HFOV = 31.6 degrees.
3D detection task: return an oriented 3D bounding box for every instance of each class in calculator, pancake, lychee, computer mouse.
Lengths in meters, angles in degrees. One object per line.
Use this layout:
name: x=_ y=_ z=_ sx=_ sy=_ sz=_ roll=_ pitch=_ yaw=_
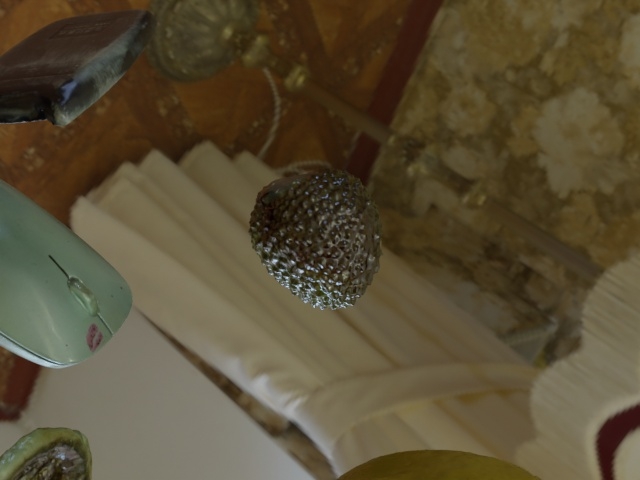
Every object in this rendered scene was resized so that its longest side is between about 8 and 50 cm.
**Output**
calculator: x=-0.288 y=-0.199 z=1.273 sx=0.268 sy=0.177 sz=0.040 roll=-64 pitch=146 yaw=-54
pancake: x=-0.206 y=0.181 z=0.785 sx=0.129 sy=0.023 sz=0.116 roll=-12 pitch=129 yaw=-60
lychee: x=0.000 y=0.000 z=1.322 sx=0.171 sy=0.171 sz=0.171 roll=-31 pitch=140 yaw=-30
computer mouse: x=-0.327 y=0.007 z=1.156 sx=0.159 sy=0.288 sz=0.097 roll=-53 pitch=173 yaw=-50

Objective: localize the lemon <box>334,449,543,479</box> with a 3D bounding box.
lemon: x=0.107 y=0.339 z=0.952 sx=0.348 sy=0.348 sz=0.348 roll=-31 pitch=140 yaw=-30
